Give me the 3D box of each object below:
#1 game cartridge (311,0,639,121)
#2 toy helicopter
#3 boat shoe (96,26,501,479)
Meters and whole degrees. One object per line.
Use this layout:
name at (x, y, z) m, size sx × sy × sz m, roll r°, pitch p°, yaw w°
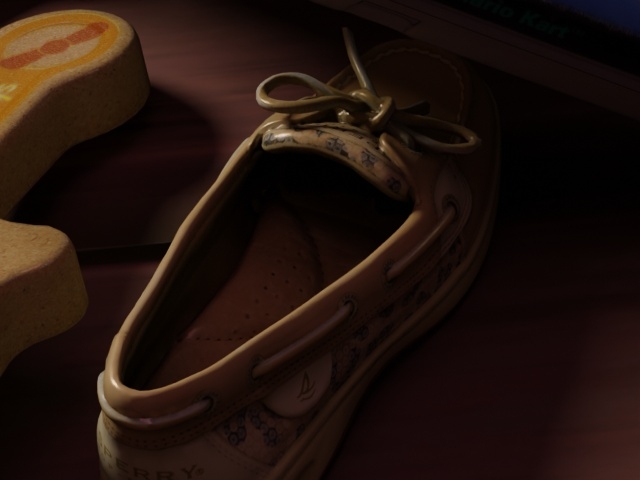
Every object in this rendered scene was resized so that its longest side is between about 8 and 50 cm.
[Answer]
game cartridge at (0.119, -0.164, 0.828) m, size 0.355 × 0.068 × 0.230 m, roll 18°, pitch 56°, yaw -19°
toy helicopter at (-0.191, -0.004, 0.839) m, size 0.235 × 0.140 × 0.355 m, roll 5°, pitch 33°, yaw 25°
boat shoe at (0.000, 0.000, 0.807) m, size 0.104 × 0.089 × 0.285 m, roll 12°, pitch 46°, yaw 19°
